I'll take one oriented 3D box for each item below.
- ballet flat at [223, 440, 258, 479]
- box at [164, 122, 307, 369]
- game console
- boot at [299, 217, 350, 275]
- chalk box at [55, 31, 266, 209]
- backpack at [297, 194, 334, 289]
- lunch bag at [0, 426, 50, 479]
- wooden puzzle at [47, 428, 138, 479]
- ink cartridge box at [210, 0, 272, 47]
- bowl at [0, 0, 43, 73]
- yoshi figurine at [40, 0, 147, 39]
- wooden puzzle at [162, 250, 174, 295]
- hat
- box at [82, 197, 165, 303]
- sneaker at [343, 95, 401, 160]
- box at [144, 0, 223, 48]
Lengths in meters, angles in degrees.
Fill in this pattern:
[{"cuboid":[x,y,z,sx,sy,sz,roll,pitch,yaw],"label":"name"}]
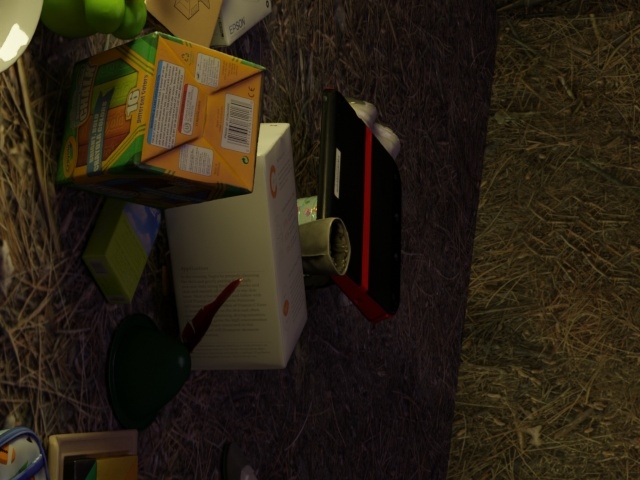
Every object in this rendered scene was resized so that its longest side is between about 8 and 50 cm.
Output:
[{"cuboid":[-0.128,0.457,2.167,0.072,0.068,0.213,-1,90,-70],"label":"ballet flat"},{"cuboid":[-0.131,0.006,1.969,0.215,0.168,0.346,-62,149,-70],"label":"box"},{"cuboid":[0.072,-0.061,2.452,0.342,0.060,0.387,44,41,-51],"label":"game console"},{"cuboid":[-0.034,0.053,2.229,0.076,0.208,0.190,-22,107,-52],"label":"boot"},{"cuboid":[-0.233,-0.148,1.666,0.179,0.289,0.180,13,77,-37],"label":"chalk box"},{"cuboid":[0.000,0.000,2.469,0.152,0.115,0.182,-13,96,-67],"label":"backpack"},{"cuboid":[-0.402,0.344,1.365,0.303,0.114,0.243,-38,123,-67],"label":"lunch bag"},{"cuboid":[-0.307,0.376,1.715,0.238,0.044,0.221,16,74,-69],"label":"wooden puzzle"},{"cuboid":[-0.155,-0.475,2.160,0.223,0.045,0.224,-55,139,-58],"label":"ink cartridge box"},{"cuboid":[-0.423,-0.313,1.295,0.298,0.134,0.298,0,90,-70],"label":"bowl"},{"cuboid":[-0.315,-0.417,1.617,0.203,0.203,0.362,129,-44,-67],"label":"yoshi figurine"},{"cuboid":[-0.231,0.038,1.985,0.116,0.014,0.079,-43,133,-64],"label":"wooden puzzle"},{"cuboid":[-0.195,0.187,1.825,0.173,0.183,0.209,-68,150,-46],"label":"hat"},{"cuboid":[-0.282,-0.010,1.799,0.109,0.042,0.178,69,27,-45],"label":"box"},{"cuboid":[0.089,-0.217,2.776,0.297,0.111,0.129,37,71,-61],"label":"sneaker"},{"cuboid":[-0.212,-0.406,1.968,0.164,0.021,0.201,40,56,-48],"label":"box"}]
